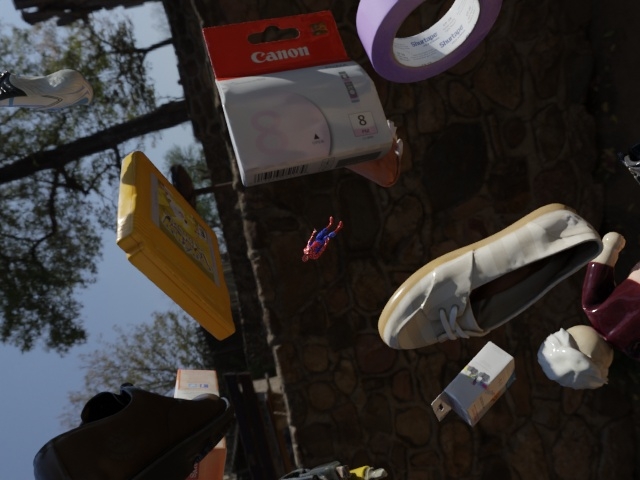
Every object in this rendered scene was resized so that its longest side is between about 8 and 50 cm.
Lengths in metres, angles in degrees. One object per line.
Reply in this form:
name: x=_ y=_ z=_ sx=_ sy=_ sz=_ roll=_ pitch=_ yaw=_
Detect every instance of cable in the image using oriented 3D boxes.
cable: x=-0.016 y=0.417 z=0.743 sx=0.072 sy=0.139 sz=0.287 roll=62 pitch=142 yaw=18

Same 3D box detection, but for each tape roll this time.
tape roll: x=0.215 y=-0.449 z=0.914 sx=0.275 sy=0.274 sz=0.090 roll=90 pitch=162 yaw=-69

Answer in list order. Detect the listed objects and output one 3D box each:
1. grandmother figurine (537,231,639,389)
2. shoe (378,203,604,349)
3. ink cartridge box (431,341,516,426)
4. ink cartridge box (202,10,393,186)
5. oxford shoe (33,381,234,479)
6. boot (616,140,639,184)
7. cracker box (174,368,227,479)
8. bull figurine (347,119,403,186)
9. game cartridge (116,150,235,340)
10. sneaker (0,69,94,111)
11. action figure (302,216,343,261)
grandmother figurine: x=0.450 y=0.086 z=0.611 sx=0.104 sy=0.342 sz=0.208 roll=32 pitch=-159 yaw=-48
shoe: x=0.151 y=0.043 z=0.424 sx=0.077 sy=0.219 sz=0.058 roll=49 pitch=-168 yaw=-32
ink cartridge box: x=0.318 y=0.309 z=0.936 sx=0.061 sy=0.181 sz=0.104 roll=37 pitch=164 yaw=43
ink cartridge box: x=-0.034 y=-0.196 z=0.569 sx=0.066 sy=0.188 sz=0.233 roll=133 pitch=122 yaw=-75
oxford shoe: x=-0.133 y=0.149 z=0.367 sx=0.096 sy=0.083 sz=0.227 roll=43 pitch=176 yaw=9
boot: x=0.643 y=-0.094 z=0.832 sx=0.223 sy=0.118 sz=0.338 roll=53 pitch=-160 yaw=11
cracker box: x=-0.178 y=0.297 z=0.627 sx=0.232 sy=0.067 sz=0.156 roll=-157 pitch=75 yaw=-72
bull figurine: x=0.091 y=-0.266 z=1.244 sx=0.189 sy=0.310 sz=0.101 roll=-68 pitch=20 yaw=-9
game cartridge: x=-0.279 y=0.002 z=0.893 sx=0.285 sy=0.052 sz=0.324 roll=56 pitch=-177 yaw=-40
sneaker: x=-0.603 y=-0.306 z=0.962 sx=0.086 sy=0.236 sz=0.085 roll=88 pitch=178 yaw=-63
action figure: x=0.000 y=0.000 z=0.891 sx=0.038 sy=0.115 sz=0.030 roll=28 pitch=151 yaw=19
